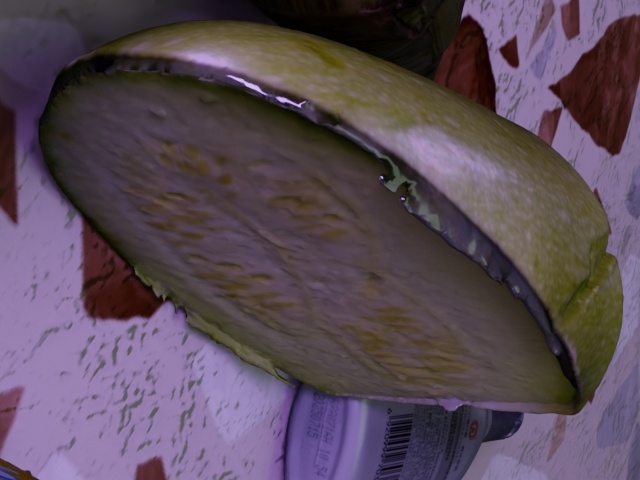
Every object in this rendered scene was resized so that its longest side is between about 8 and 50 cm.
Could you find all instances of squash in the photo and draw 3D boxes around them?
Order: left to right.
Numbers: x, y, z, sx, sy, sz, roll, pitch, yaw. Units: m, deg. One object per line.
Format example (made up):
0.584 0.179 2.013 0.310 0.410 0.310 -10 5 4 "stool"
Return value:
0.000 0.000 0.599 0.309 0.234 0.210 2 90 -58 "squash"

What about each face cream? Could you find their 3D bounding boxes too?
0.080 0.143 0.905 0.291 0.071 0.143 4 98 -55 "face cream"

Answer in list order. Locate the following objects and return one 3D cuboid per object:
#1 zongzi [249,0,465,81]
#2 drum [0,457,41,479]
0.042 -0.233 0.689 0.300 0.138 0.286 27 70 -69 "zongzi"
-0.167 0.263 0.323 0.431 0.214 0.431 -29 128 -45 "drum"
